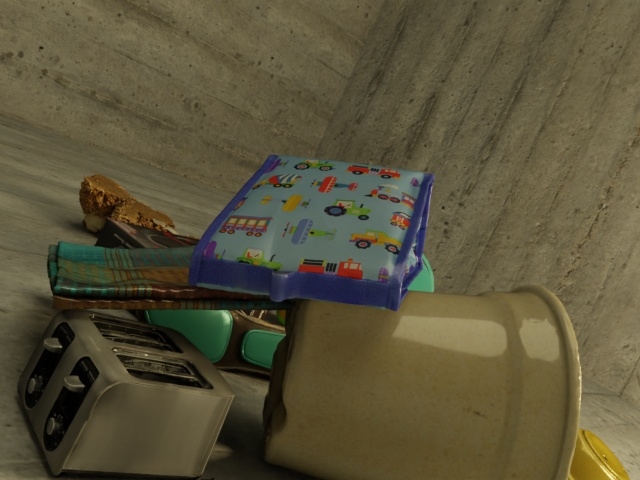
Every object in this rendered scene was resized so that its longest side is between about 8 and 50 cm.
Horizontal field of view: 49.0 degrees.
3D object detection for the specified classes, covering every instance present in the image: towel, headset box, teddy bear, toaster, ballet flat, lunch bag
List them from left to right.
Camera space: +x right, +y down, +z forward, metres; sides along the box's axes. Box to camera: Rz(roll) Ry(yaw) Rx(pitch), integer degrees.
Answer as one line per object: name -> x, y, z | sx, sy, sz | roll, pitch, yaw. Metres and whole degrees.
toaster -> -0.193, 0.162, 0.721 | 0.186, 0.110, 0.168 | 20, 9, -39
teddy bear -> -0.392, -0.011, 1.546 | 0.338, 0.113, 0.245 | 31, 11, -17
towel -> -0.213, 0.040, 0.920 | 0.272, 0.040, 0.370 | 2, 5, -21
headset box -> -0.255, 0.069, 1.259 | 0.218, 0.110, 0.293 | 31, 9, 37
ballet flat -> -0.153, 0.154, 1.103 | 0.316, 0.107, 0.106 | 27, -16, -26
lunch bag -> 0.000, 0.000, 0.803 | 0.221, 0.138, 0.293 | 8, 18, 13

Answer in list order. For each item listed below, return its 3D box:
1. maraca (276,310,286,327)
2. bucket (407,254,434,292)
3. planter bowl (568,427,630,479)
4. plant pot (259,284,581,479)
maraca -> -0.019, 0.160, 1.445 | 0.127, 0.099, 0.186 | -12, 23, -20
bucket -> 0.151, 0.107, 1.836 | 0.281, 0.281, 0.183 | 23, 13, -19
planter bowl -> 0.421, 0.367, 1.114 | 0.217, 0.090, 0.217 | 40, 18, -16
plant pot -> 0.095, 0.185, 0.867 | 0.306, 0.333, 0.334 | 13, 8, -7
